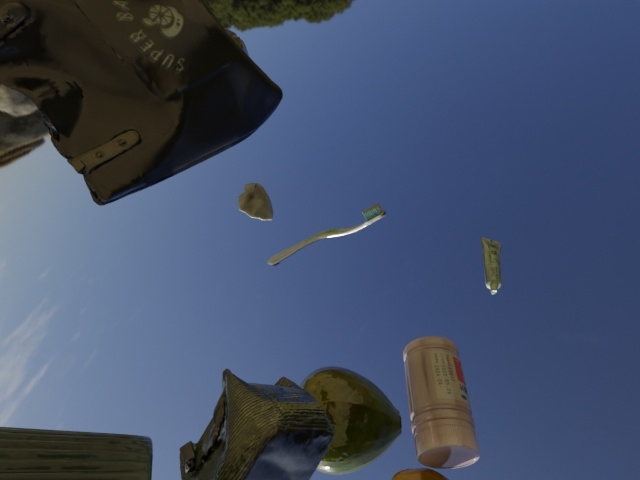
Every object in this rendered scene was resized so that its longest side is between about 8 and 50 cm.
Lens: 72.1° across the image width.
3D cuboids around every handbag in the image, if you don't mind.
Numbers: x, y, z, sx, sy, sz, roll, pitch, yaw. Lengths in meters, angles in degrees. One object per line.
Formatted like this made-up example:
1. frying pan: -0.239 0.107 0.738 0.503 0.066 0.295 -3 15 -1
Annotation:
1. handbag: -0.151 0.450 0.947 0.240 0.247 0.340 35 -83 48
2. handbag: -0.245 -0.223 0.539 0.152 0.342 0.288 -12 -147 55

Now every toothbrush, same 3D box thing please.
1. toothbrush: 0.000 0.000 0.729 0.263 0.026 0.022 -26 -171 38

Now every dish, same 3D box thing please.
1. dish: -0.154 -0.109 1.088 0.039 0.091 0.137 -57 -150 34

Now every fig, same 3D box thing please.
1. fig: 0.076 0.519 1.279 0.316 0.316 0.316 -29 -138 29

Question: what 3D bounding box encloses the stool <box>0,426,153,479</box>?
1. stool: -0.464 0.454 0.715 0.297 0.330 0.297 -171 -90 -68

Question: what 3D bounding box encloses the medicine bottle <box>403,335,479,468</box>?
1. medicine bottle: 0.257 0.347 0.962 0.133 0.133 0.249 -30 -146 28

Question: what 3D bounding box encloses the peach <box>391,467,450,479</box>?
1. peach: 0.207 0.556 0.893 0.179 0.103 0.179 -3 -98 24

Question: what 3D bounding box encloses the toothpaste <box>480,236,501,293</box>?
1. toothpaste: 0.498 0.070 1.273 0.218 0.064 0.041 -70 176 -46

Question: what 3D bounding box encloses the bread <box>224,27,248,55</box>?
1. bread: -0.261 -0.401 1.006 0.314 0.192 0.171 -134 -139 -63
